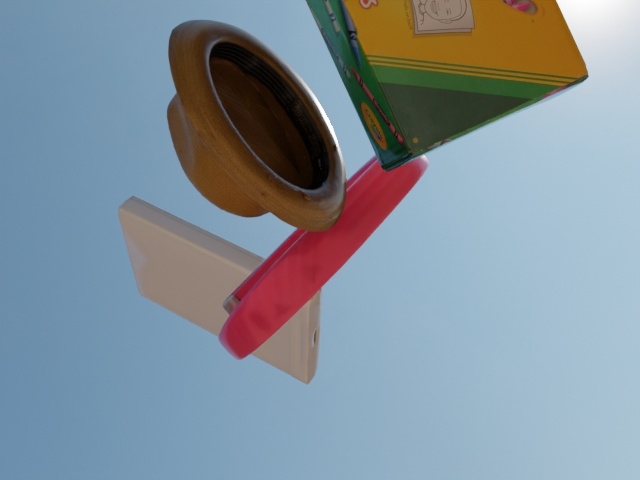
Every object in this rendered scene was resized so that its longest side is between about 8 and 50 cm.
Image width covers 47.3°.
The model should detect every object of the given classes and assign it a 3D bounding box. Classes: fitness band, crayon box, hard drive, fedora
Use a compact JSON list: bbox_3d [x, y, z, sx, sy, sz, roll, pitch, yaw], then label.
[{"bbox_3d":[0.000,0.000,0.730,0.291,0.054,0.209,-48,3,-37],"label":"fitness band"},{"bbox_3d":[0.075,-0.216,0.590,0.166,0.278,0.081,-25,0,-12],"label":"crayon box"},{"bbox_3d":[-0.161,0.083,1.190,0.047,0.353,0.233,-52,-23,-36],"label":"hard drive"},{"bbox_3d":[-0.062,-0.081,0.585,0.079,0.194,0.194,-31,-40,30],"label":"fedora"}]
